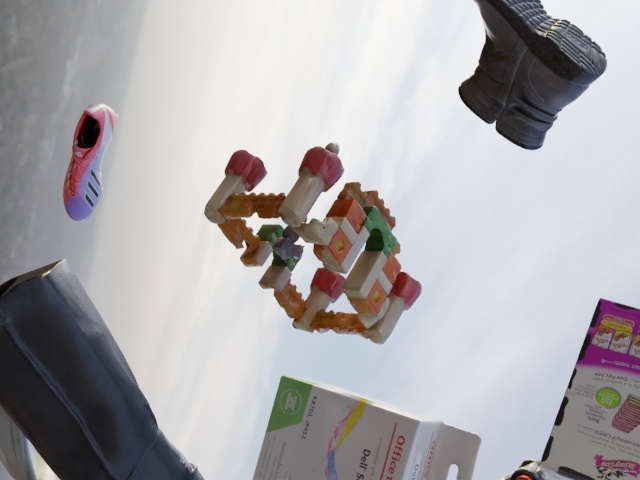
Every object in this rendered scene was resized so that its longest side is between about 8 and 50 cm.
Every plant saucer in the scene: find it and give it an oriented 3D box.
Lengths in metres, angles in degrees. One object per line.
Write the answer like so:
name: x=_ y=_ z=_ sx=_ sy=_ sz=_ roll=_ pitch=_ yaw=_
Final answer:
plant saucer: x=-0.534 y=0.256 z=1.583 sx=0.400 sy=0.101 sz=0.400 roll=176 pitch=-90 yaw=-84

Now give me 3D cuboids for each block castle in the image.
block castle: x=0.000 y=0.000 z=1.883 sx=0.303 sy=0.453 sz=0.213 roll=2 pitch=-131 yaw=42

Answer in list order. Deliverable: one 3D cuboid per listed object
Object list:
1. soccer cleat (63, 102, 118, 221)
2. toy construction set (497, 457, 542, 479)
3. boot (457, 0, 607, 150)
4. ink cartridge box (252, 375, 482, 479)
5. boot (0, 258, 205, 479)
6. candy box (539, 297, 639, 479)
soccer cleat: x=-0.466 y=-0.152 z=1.756 sx=0.095 sy=0.083 sz=0.248 roll=-37 pitch=149 yaw=-73
toy construction set: x=0.327 y=0.470 z=1.401 sx=0.215 sy=0.328 sz=0.151 roll=59 pitch=8 yaw=11
boot: x=0.284 y=-0.316 z=1.473 sx=0.338 sy=0.118 sz=0.222 roll=51 pitch=-38 yaw=11
ink cartridge box: x=0.077 y=0.378 z=1.540 sx=0.119 sy=0.353 sz=0.207 roll=23 pitch=81 yaw=-60
boot: x=-0.439 y=0.294 z=1.364 sx=0.445 sy=0.367 sz=0.146 roll=61 pitch=-1 yaw=-20
candy box: x=0.371 y=0.199 z=1.049 sx=0.233 sy=0.159 sz=0.071 roll=-61 pitch=152 yaw=-25
